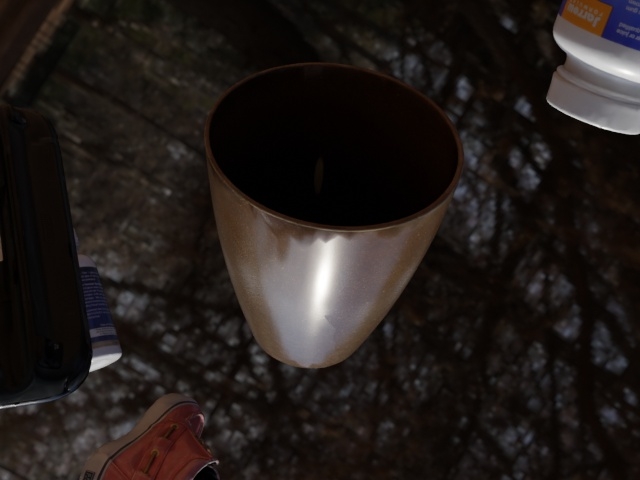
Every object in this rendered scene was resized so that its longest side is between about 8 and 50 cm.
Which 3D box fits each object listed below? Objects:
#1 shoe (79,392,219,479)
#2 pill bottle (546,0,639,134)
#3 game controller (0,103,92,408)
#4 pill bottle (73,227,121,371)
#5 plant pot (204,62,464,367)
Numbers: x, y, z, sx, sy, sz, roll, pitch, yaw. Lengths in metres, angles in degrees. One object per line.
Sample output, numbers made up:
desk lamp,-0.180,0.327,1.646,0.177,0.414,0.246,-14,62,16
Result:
shoe,-0.110,0.172,0.974,0.178,0.081,0.063,-29,133,-69
pill bottle,0.339,-0.258,1.345,0.152,0.152,0.272,-102,-151,-67
game controller,-0.304,0.008,1.130,0.067,0.166,0.319,89,-12,-56
pill bottle,-0.305,0.073,1.515,0.094,0.094,0.169,-34,-109,54
plant pot,0.000,0.000,1.116,0.215,0.215,0.230,-76,176,-47
